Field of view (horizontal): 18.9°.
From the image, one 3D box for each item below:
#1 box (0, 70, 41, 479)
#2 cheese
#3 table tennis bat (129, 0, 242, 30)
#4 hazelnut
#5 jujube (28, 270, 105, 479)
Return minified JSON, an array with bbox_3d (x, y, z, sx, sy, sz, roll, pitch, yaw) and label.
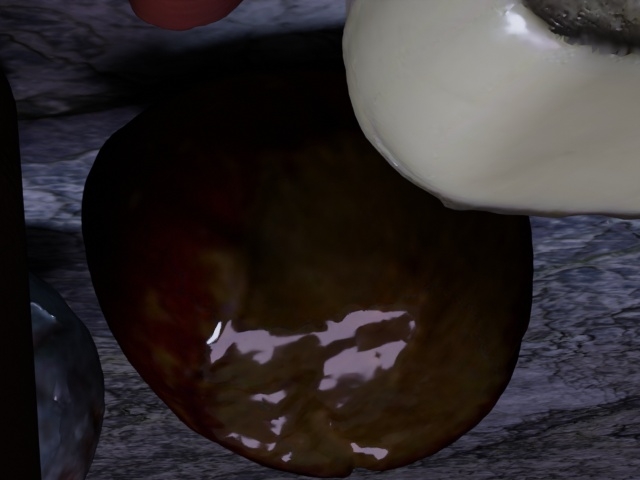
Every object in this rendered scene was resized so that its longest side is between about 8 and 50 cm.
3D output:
[{"bbox_3d":[-0.270,0.004,0.810,0.239,0.229,0.339,-6,164,8],"label":"box"},{"bbox_3d":[0.141,-0.095,0.739,0.266,0.127,0.233,2,161,-28],"label":"cheese"},{"bbox_3d":[-0.034,-0.139,0.579,0.268,0.051,0.414,-19,173,-7],"label":"table tennis bat"},{"bbox_3d":[0.000,0.000,0.968,0.234,0.218,0.218,32,146,-33],"label":"hazelnut"},{"bbox_3d":[-0.286,0.125,1.274,0.246,0.215,0.308,5,164,-26],"label":"jujube"}]
